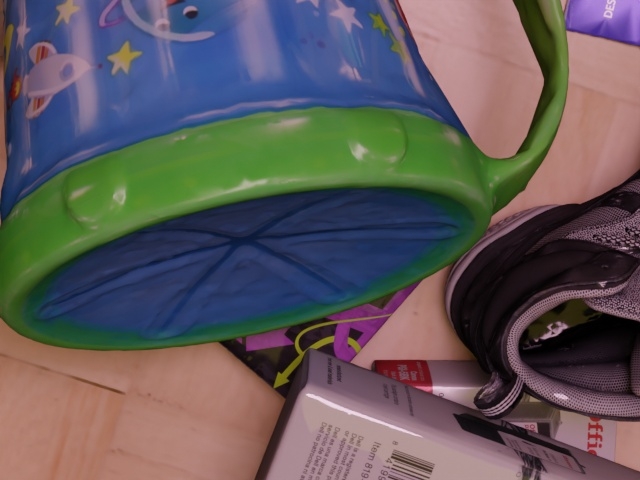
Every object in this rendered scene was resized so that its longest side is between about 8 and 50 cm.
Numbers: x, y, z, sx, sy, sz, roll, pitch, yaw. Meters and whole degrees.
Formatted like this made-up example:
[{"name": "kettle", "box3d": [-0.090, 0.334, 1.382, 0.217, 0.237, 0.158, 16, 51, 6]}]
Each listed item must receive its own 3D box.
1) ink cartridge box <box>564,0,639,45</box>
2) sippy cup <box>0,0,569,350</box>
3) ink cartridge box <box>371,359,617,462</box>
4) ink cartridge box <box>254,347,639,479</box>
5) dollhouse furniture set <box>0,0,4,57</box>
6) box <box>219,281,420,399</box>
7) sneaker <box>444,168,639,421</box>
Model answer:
[{"name": "ink cartridge box", "box3d": [0.255, -0.191, 0.786, 0.208, 0.045, 0.206, 12, 98, 0]}, {"name": "sippy cup", "box3d": [-0.055, -0.086, 0.706, 0.305, 0.240, 0.224, 1, 69, -38]}, {"name": "ink cartridge box", "box3d": [0.096, 0.121, 0.824, 0.135, 0.056, 0.099, 1, 98, 0]}, {"name": "ink cartridge box", "box3d": [0.062, 0.166, 0.757, 0.208, 0.087, 0.153, 21, 99, -3]}, {"name": "dollhouse furniture set", "box3d": [-0.294, -0.077, 0.792, 0.303, 0.198, 0.286, -50, 121, -24]}, {"name": "box", "box3d": [0.000, 0.000, 0.820, 0.116, 0.029, 0.162, 40, 95, -6]}, {"name": "sneaker", "box3d": [0.186, 0.005, 0.741, 0.268, 0.153, 0.101, -33, 107, 15]}]
